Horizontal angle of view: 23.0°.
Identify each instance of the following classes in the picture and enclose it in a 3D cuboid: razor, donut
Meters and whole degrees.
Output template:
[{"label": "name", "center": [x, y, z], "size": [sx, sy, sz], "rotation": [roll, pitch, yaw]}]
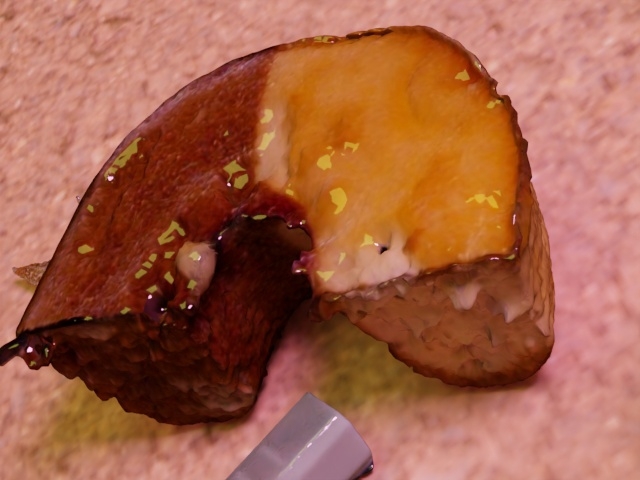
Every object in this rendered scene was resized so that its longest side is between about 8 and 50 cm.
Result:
[{"label": "razor", "center": [-0.083, 0.166, 0.545], "size": [0.278, 0.056, 0.111], "rotation": [-52, 39, -9]}, {"label": "donut", "center": [0.001, -0.001, 0.597], "size": [0.217, 0.085, 0.141], "rotation": [-8, 52, 34]}]

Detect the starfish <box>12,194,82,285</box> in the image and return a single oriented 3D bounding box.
[{"label": "starfish", "center": [-0.111, 0.013, 0.734], "size": [0.086, 0.016, 0.092], "rotation": [-26, 46, 23]}]
